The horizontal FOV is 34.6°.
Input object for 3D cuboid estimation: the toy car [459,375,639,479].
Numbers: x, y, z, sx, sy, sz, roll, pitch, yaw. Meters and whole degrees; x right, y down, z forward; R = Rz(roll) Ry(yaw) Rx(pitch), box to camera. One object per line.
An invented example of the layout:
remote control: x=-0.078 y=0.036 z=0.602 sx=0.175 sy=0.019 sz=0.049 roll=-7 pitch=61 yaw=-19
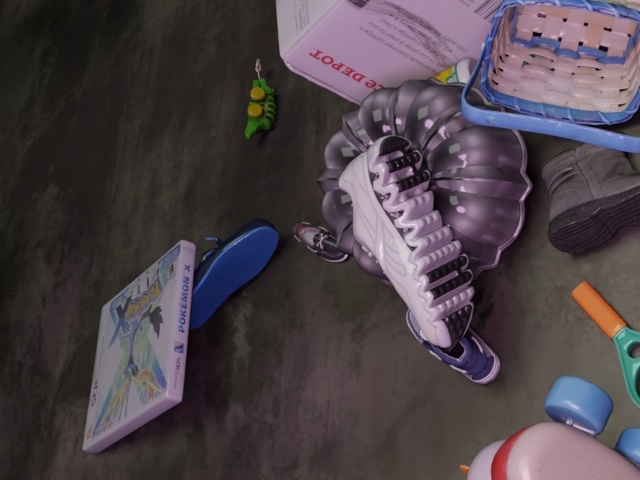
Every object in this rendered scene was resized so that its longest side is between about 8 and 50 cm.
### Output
toy car: x=0.264 y=0.306 z=1.230 sx=0.219 sy=0.210 sz=0.238 roll=-58 pitch=11 yaw=-22

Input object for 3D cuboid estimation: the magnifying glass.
magnifying glass: x=0.393 y=0.133 z=1.297 sx=0.092 sy=0.026 sz=0.231 roll=-46 pitch=43 yaw=11

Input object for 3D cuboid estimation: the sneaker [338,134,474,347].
sneaker: x=0.115 y=0.009 z=1.392 sx=0.118 sy=0.110 sz=0.292 roll=-26 pitch=82 yaw=42

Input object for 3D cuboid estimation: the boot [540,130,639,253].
boot: x=0.409 y=-0.092 z=1.386 sx=0.247 sy=0.083 sz=0.161 roll=-19 pitch=46 yaw=30

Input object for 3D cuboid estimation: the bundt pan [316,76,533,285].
bundt pan: x=0.131 y=-0.085 z=1.507 sx=0.331 sy=0.124 sz=0.330 roll=-2 pitch=87 yaw=32

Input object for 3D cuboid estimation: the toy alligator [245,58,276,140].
toy alligator: x=-0.110 y=-0.274 z=1.991 sx=0.051 sy=0.056 sz=0.189 roll=7 pitch=61 yaw=-1

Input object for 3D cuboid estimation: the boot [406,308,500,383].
boot: x=0.171 y=0.128 z=1.457 sx=0.069 sy=0.086 sz=0.190 roll=-55 pitch=42 yaw=1

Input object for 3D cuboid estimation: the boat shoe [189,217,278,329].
boat shoe: x=-0.186 y=0.044 z=1.822 sx=0.258 sy=0.109 sz=0.089 roll=-40 pitch=41 yaw=14

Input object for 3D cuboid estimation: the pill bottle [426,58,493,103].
pill bottle: x=0.173 y=-0.190 z=1.627 sx=0.208 sy=0.117 sz=0.117 roll=-28 pitch=49 yaw=28

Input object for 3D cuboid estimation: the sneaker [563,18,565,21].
sneaker: x=0.350 y=-0.417 z=1.644 sx=0.078 sy=0.067 sz=0.188 roll=-9 pitch=63 yaw=32

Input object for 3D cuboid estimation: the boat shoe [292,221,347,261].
boat shoe: x=0.000 y=0.000 z=1.727 sx=0.125 sy=0.038 sz=0.046 roll=31 pitch=88 yaw=48

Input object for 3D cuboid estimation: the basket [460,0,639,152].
basket: x=0.341 y=-0.237 z=1.400 sx=0.255 sy=0.201 sz=0.289 roll=14 pitch=45 yaw=11

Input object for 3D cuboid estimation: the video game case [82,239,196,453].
video game case: x=-0.327 y=0.195 z=1.842 sx=0.329 sy=0.036 sz=0.300 roll=-35 pitch=44 yaw=44

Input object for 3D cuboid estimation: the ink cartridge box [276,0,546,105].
ink cartridge box: x=0.158 y=-0.388 z=1.588 sx=0.395 sy=0.285 sz=0.166 roll=-37 pitch=44 yaw=36
